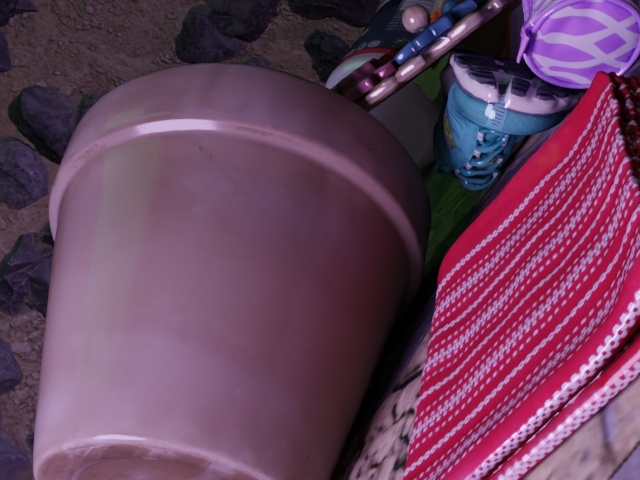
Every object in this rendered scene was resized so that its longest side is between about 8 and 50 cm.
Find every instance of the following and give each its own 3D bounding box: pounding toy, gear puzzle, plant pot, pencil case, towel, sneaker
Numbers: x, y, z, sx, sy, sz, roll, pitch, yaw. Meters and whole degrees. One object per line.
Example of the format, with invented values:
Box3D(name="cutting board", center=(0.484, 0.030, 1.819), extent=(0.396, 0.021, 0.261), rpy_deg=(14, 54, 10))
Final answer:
Box3D(name="pounding toy", center=(0.231, -0.271, 0.989), extent=(0.154, 0.155, 0.269), rpy_deg=(26, 98, 69))
Box3D(name="gear puzzle", center=(0.105, -0.191, 0.770), extent=(0.175, 0.044, 0.339), rpy_deg=(-34, 5, 28))
Box3D(name="plant pot", center=(-0.080, 0.074, 0.647), extent=(0.323, 0.323, 0.280), rpy_deg=(-52, 22, 45))
Box3D(name="pencil case", center=(0.182, -0.203, 0.624), extent=(0.086, 0.088, 0.206), rpy_deg=(104, 171, -46))
Box3D(name="towel", center=(0.110, 0.021, 0.447), extent=(0.199, 0.031, 0.275), rpy_deg=(-54, 4, 29))
Box3D(name="sneaker", center=(0.146, -0.095, 0.707), extent=(0.275, 0.107, 0.110), rpy_deg=(-47, -28, -83))

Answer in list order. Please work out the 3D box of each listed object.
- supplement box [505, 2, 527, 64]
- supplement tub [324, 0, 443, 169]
Box3D(name="supplement box", center=(0.208, -0.191, 0.720), extent=(0.098, 0.036, 0.062), rpy_deg=(-29, 45, 51))
Box3D(name="supplement tub", center=(0.136, -0.248, 1.220), extent=(0.272, 0.191, 0.191), rpy_deg=(-58, 5, -38))
